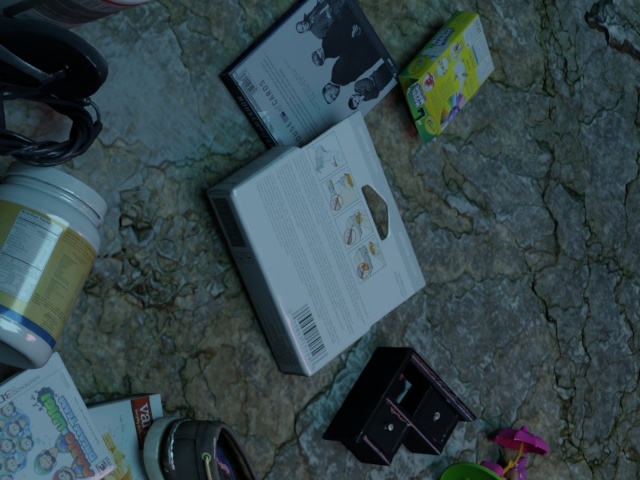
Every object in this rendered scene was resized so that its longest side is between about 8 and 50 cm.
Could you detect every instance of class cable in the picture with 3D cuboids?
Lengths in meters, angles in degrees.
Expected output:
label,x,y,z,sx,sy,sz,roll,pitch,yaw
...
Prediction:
label,x,y,z,sx,sy,sz,roll,pitch,yaw
cable,-0.322,-0.141,1.764,0.150,0.047,0.184,29,26,-5

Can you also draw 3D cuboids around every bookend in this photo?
label,x,y,z,sx,sy,sz,roll,pitch,yaw
bookend,0.108,0.251,2.133,0.156,0.072,0.157,48,61,-26

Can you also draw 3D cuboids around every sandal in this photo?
label,x,y,z,sx,sy,sz,roll,pitch,yaw
sandal,-0.358,-0.204,1.730,0.254,0.097,0.054,17,54,1

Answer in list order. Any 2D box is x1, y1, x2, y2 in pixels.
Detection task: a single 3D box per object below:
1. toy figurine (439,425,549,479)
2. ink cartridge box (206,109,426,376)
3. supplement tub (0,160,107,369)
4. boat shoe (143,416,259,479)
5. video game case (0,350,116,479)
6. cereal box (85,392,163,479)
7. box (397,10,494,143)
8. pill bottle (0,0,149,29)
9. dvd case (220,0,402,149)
label,x,y,z,sx,sy,sz,roll,pitch,yaw
toy figurine,0.265,0.342,2.240,0.159,0.130,0.173,-40,134,-43
ink cartridge box,0.000,0.000,2.059,0.239,0.060,0.275,-36,114,-35
supplement tub,-0.332,0.027,1.755,0.144,0.144,0.200,35,66,-31
boat shoe,-0.101,0.342,1.916,0.324,0.096,0.116,65,35,-29
video game case,-0.318,0.226,1.773,0.143,0.019,0.157,-34,104,-36
cereal box,-0.283,0.282,1.838,0.240,0.047,0.173,-10,93,-38
box,0.172,-0.228,2.215,0.179,0.043,0.105,-50,135,-31
pill bottle,-0.280,-0.315,1.727,0.161,0.283,0.161,3,85,-38
dvd case,-0.007,-0.218,2.098,0.239,0.029,0.179,-47,115,-30
